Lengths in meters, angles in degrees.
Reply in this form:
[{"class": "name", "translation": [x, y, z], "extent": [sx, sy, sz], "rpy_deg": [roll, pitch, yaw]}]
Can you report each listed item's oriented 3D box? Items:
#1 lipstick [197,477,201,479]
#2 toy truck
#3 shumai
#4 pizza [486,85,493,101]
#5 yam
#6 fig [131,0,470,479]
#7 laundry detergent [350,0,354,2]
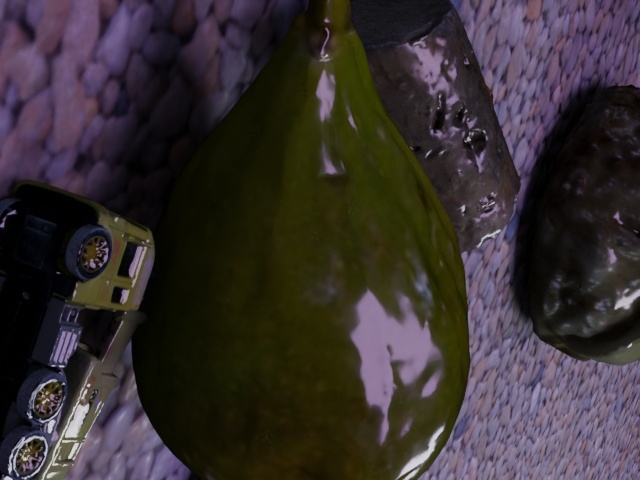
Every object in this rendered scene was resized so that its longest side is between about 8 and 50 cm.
[{"class": "lipstick", "translation": [-0.094, 0.252, 0.979], "extent": [0.053, 0.053, 0.234], "rpy_deg": [27, 85, -63]}, {"class": "toy truck", "translation": [-0.150, 0.058, 0.720], "extent": [0.100, 0.077, 0.169], "rpy_deg": [19, 88, -61]}, {"class": "shumai", "translation": [0.455, 0.007, 1.537], "extent": [0.395, 0.348, 0.395], "rpy_deg": [-32, 129, -50]}, {"class": "pizza", "translation": [0.058, -0.042, 1.055], "extent": [0.288, 0.074, 0.251], "rpy_deg": [-3, 112, -59]}, {"class": "yam", "translation": [0.068, -0.088, 0.885], "extent": [0.107, 0.107, 0.194], "rpy_deg": [-55, 137, -29]}, {"class": "fig", "translation": [0.013, 0.015, 0.800], "extent": [0.314, 0.233, 0.233], "rpy_deg": [-60, 156, 14]}, {"class": "laundry detergent", "translation": [0.089, -0.240, 0.987], "extent": [0.225, 0.070, 0.099], "rpy_deg": [-49, 152, -35]}]
